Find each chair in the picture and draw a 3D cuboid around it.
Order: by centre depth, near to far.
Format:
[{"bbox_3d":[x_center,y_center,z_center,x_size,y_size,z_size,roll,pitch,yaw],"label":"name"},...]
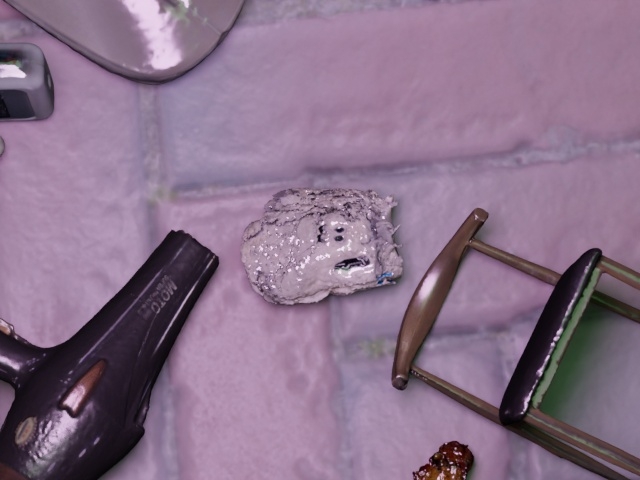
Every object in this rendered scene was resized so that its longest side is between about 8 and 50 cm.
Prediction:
[{"bbox_3d":[0.213,0.099,1.812,0.272,0.166,0.188,25,80,2],"label":"chair"}]

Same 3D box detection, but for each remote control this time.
[{"bbox_3d":[-0.400,-0.144,1.843,0.296,0.140,0.056,-2,77,-3],"label":"remote control"}]

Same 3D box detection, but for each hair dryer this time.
[{"bbox_3d":[-0.297,0.056,1.829,0.359,0.120,0.303,30,73,3],"label":"hair dryer"}]

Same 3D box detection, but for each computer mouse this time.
[{"bbox_3d":[-0.224,-0.293,1.902,0.331,0.095,0.197,36,85,4],"label":"computer mouse"}]

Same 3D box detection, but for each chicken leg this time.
[{"bbox_3d":[0.106,0.256,1.849,0.062,0.037,0.145,11,79,22],"label":"chicken leg"}]

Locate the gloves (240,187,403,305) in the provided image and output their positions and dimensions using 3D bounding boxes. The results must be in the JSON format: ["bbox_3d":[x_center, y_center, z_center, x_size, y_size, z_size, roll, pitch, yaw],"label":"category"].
[{"bbox_3d":[0.000,0.000,1.868,0.153,0.070,0.114,-8,81,-1],"label":"gloves"}]

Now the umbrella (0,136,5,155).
[{"bbox_3d":[-0.360,-0.055,1.875,0.143,0.062,0.067,-37,53,-7],"label":"umbrella"}]
